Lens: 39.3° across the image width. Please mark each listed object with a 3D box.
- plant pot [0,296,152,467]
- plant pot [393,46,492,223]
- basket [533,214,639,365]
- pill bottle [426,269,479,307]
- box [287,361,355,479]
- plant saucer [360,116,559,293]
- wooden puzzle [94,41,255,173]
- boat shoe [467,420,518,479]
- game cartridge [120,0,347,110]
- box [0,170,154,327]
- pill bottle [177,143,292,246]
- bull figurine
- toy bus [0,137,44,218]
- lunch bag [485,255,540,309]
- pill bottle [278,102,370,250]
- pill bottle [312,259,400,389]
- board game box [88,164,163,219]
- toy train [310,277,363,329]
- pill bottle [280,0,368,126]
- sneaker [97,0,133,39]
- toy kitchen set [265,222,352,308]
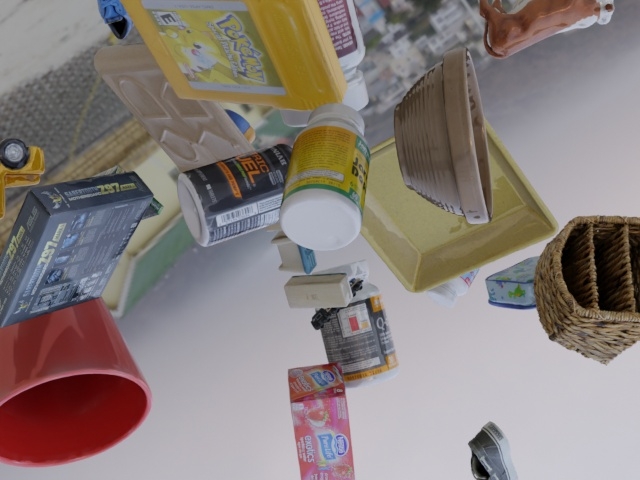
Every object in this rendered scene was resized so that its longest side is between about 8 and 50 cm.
[{"bbox_3d":[-0.440,0.203,1.492,0.275,0.275,0.243,-35,-129,12],"label":"plant pot"},{"bbox_3d":[0.165,-0.134,1.221,0.109,0.237,0.237,-8,-159,15],"label":"plant pot"},{"bbox_3d":[0.607,0.075,1.950,0.223,0.213,0.299,-51,-162,46],"label":"basket"},{"bbox_3d":[0.298,0.063,1.960,0.160,0.087,0.087,-58,-162,-18],"label":"pill bottle"},{"bbox_3d":[0.003,0.409,1.955,0.122,0.257,0.128,-7,-153,-1],"label":"box"},{"bbox_3d":[0.224,-0.087,1.683,0.333,0.333,0.081,-26,-152,28],"label":"plant saucer"},{"bbox_3d":[-0.267,-0.257,1.806,0.322,0.348,0.080,8,-131,48],"label":"wooden puzzle"},{"bbox_3d":[0.304,0.403,1.628,0.070,0.219,0.078,-34,-132,-10],"label":"boat shoe"},{"bbox_3d":[-0.135,-0.315,1.420,0.323,0.285,0.053,10,-118,25],"label":"game cartridge"},{"bbox_3d":[-0.363,0.011,1.289,0.183,0.059,0.233,-19,150,-51],"label":"box"},{"bbox_3d":[-0.106,-0.086,1.509,0.245,0.130,0.130,-20,-175,-22],"label":"pill bottle"},{"bbox_3d":[0.501,-0.527,2.005,0.310,0.188,0.101,-24,178,5],"label":"bull figurine"},{"bbox_3d":[-0.602,-0.093,1.387,0.332,0.130,0.108,-4,-177,-41],"label":"toy bus"},{"bbox_3d":[0.528,0.103,2.228,0.219,0.090,0.176,-19,-166,-34],"label":"lunch bag"},{"bbox_3d":[0.011,-0.098,1.298,0.117,0.117,0.208,-29,-143,36],"label":"pill bottle"},{"bbox_3d":[0.077,0.193,2.080,0.162,0.278,0.162,-14,179,0],"label":"pill bottle"},{"bbox_3d":[-0.465,-0.083,1.961,0.259,0.136,0.030,-13,-137,45],"label":"board game box"},{"bbox_3d":[0.034,0.132,1.919,0.158,0.036,0.027,-46,166,22],"label":"toy train"},{"bbox_3d":[-0.036,-0.447,1.827,0.224,0.392,0.224,-13,-159,5],"label":"pill bottle"},{"bbox_3d":[-0.395,-0.469,1.706,0.069,0.082,0.209,-1,153,2],"label":"sneaker"},{"bbox_3d":[0.000,0.000,1.717,0.122,0.207,0.166,-4,-155,26],"label":"toy kitchen set"}]
